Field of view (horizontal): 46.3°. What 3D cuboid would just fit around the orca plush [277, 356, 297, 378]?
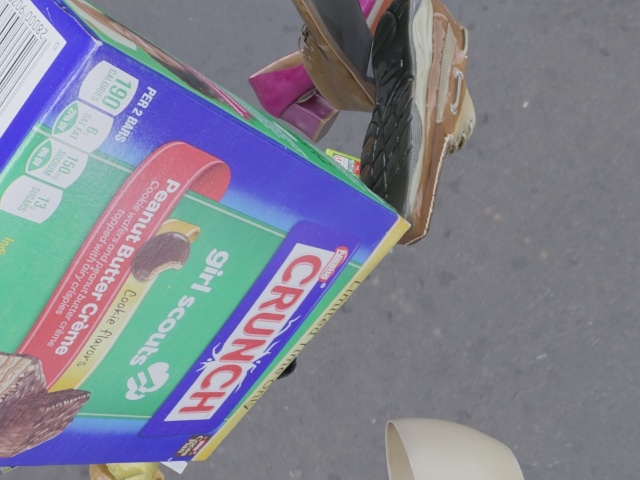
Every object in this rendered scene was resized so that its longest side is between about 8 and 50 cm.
[{"bbox_3d":[-0.116,0.088,1.108,0.151,0.102,0.287,-5,105,17],"label":"orca plush"}]

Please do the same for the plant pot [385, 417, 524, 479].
[{"bbox_3d":[0.235,0.426,1.258,0.191,0.284,0.284,-10,66,-6],"label":"plant pot"}]

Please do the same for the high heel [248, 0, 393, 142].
[{"bbox_3d":[-0.010,-0.337,1.253,0.181,0.377,0.127,39,44,7],"label":"high heel"}]

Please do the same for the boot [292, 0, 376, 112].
[{"bbox_3d":[0.005,-0.274,1.010,0.115,0.305,0.112,-2,58,32],"label":"boot"}]

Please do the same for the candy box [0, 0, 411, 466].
[{"bbox_3d":[-0.126,0.019,0.497,0.268,0.317,0.122,-51,58,11],"label":"candy box"}]

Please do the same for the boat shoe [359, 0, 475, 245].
[{"bbox_3d":[0.129,-0.151,0.891,0.120,0.122,0.324,15,70,-22],"label":"boat shoe"}]

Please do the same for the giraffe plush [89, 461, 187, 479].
[{"bbox_3d":[-0.303,0.342,1.181,0.210,0.170,0.181,38,46,22],"label":"giraffe plush"}]

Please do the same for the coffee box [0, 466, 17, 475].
[{"bbox_3d":[-0.467,0.235,0.905,0.246,0.098,0.141,-27,59,-24],"label":"coffee box"}]

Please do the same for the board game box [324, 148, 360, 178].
[{"bbox_3d":[0.000,0.000,0.823,0.043,0.092,0.181,17,56,-14],"label":"board game box"}]
